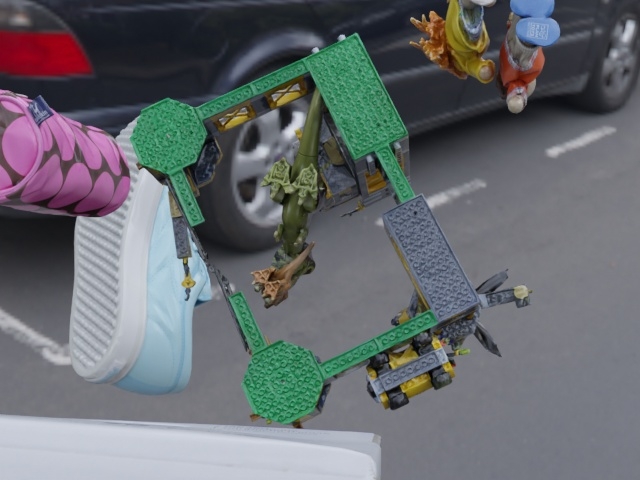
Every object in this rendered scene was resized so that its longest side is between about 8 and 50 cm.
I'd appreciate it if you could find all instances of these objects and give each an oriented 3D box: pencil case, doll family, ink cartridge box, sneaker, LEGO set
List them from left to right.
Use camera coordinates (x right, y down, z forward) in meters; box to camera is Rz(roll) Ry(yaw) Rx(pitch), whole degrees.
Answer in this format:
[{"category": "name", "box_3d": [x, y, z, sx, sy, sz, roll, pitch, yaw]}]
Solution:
[{"category": "ink cartridge box", "box_3d": [-0.123, 0.109, 0.454, 0.303, 0.072, 0.307, 2, -13, 4]}, {"category": "pencil case", "box_3d": [-0.241, -0.075, 0.910, 0.095, 0.098, 0.209, -24, -8, 6]}, {"category": "sneaker", "box_3d": [-0.202, 0.019, 1.225, 0.150, 0.135, 0.366, 31, 50, -39]}, {"category": "LEGO set", "box_3d": [0.000, 0.000, 0.878, 0.255, 0.192, 0.331, -34, 77, -2]}, {"category": "doll family", "box_3d": [0.145, -0.236, 0.902, 0.118, 0.263, 0.163, 8, -15, 4]}]
